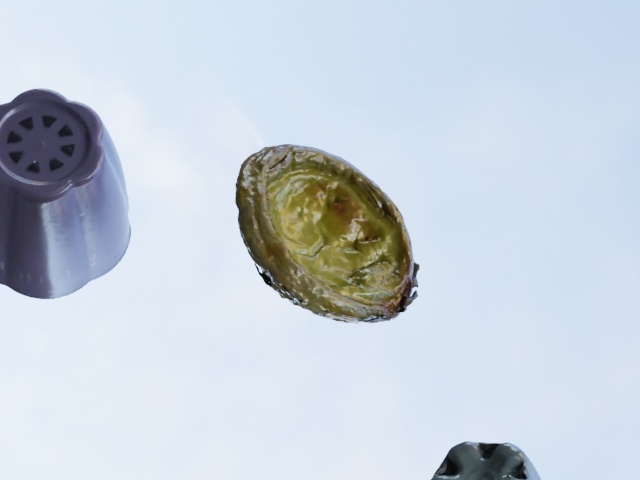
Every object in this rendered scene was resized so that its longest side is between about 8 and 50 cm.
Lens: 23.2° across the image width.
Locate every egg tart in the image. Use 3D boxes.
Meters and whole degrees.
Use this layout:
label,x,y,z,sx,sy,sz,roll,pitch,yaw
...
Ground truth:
label,x,y,z,sx,sy,sz,roll,pitch,yaw
egg tart,0.000,0.000,1.981,0.095,0.279,0.279,-46,-128,42

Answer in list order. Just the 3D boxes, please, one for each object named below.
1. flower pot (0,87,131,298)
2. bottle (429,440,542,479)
label,x,y,z,sx,sy,sz,roll,pitch,yaw
flower pot,-0.397,-0.086,2.253,0.243,0.265,0.265,107,-30,-59
bottle,0.141,0.250,1.109,0.083,0.083,0.269,38,-23,47
